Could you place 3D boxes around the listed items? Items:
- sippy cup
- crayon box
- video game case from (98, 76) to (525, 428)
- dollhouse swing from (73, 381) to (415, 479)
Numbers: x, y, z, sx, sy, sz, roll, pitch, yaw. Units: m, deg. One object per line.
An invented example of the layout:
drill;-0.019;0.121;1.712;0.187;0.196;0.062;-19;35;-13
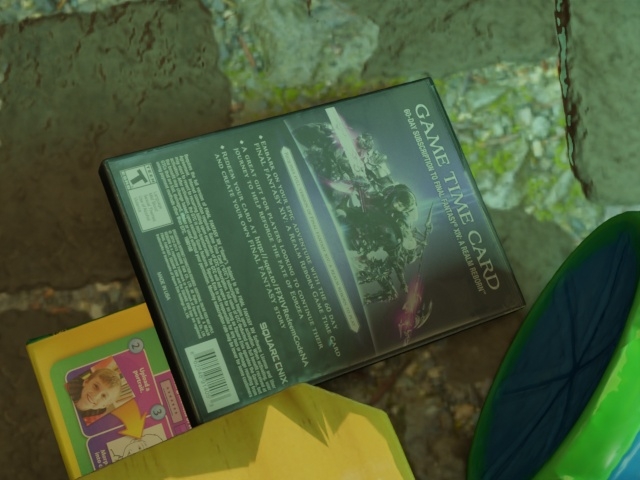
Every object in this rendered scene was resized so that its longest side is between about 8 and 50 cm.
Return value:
sippy cup;0.251;0.132;0.816;0.224;0.305;0.240;29;41;-4
crayon box;-0.088;0.176;0.881;0.165;0.081;0.278;-20;81;-1
video game case;0.000;0.000;0.880;0.274;0.026;0.196;-17;80;-26
dollhouse swing;-0.030;0.317;0.799;0.347;0.315;0.305;-24;59;-2
